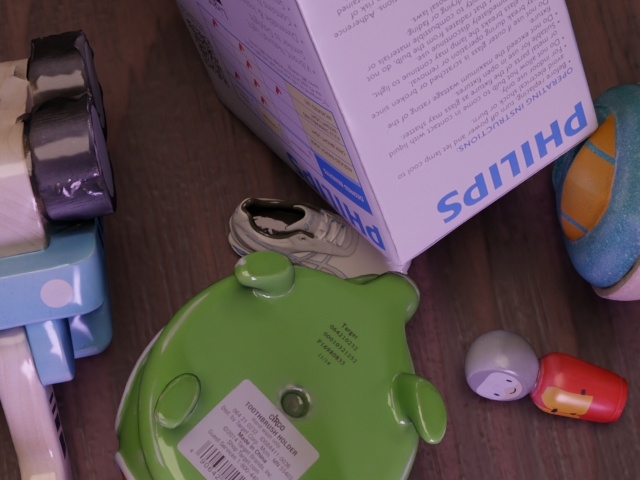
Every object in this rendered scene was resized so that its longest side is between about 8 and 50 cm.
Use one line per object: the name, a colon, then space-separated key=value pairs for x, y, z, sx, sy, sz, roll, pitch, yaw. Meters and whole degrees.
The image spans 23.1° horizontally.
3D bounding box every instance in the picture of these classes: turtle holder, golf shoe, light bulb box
turtle holder: x=-0.046 y=0.133 z=1.330 sx=0.243 sy=0.227 sz=0.320 roll=21 pitch=60 yaw=-15
golf shoe: x=0.000 y=0.000 z=1.459 sx=0.176 sy=0.086 sz=0.069 roll=9 pitch=70 yaw=2
light bulb box: x=0.015 y=-0.239 z=1.330 sx=0.225 sy=0.361 sz=0.358 roll=-34 pitch=42 yaw=-11

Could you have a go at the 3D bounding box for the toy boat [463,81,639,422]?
toy boat: x=0.240 y=0.010 z=1.391 sx=0.148 sy=0.267 sz=0.318 roll=17 pitch=103 yaw=-6

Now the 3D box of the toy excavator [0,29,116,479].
toy excavator: x=-0.260 y=0.094 z=1.374 sx=0.222 sy=0.445 sz=0.433 roll=-12 pitch=30 yaw=-3
